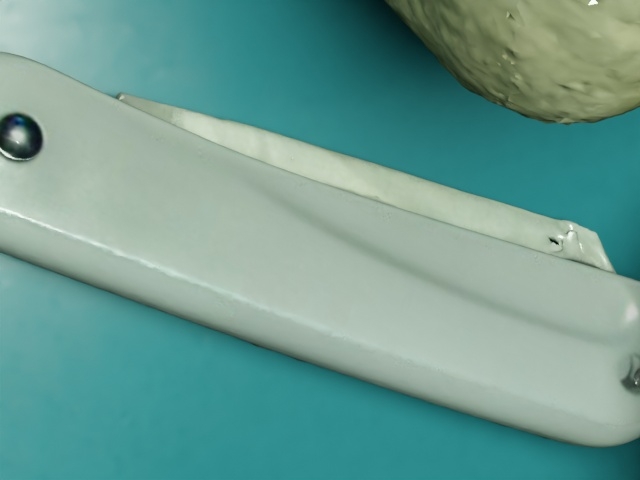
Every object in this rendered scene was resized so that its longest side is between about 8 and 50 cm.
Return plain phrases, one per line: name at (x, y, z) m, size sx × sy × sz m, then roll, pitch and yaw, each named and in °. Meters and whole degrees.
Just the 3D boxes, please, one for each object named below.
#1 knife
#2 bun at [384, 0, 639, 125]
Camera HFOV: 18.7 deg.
knife at (-0.001, 0.003, 0.608) m, size 0.265 × 0.040 × 0.073 m, roll 18°, pitch 76°, yaw -21°
bun at (0.103, -0.165, 0.519) m, size 0.281 × 0.281 × 0.205 m, roll -34°, pitch 74°, yaw -16°
